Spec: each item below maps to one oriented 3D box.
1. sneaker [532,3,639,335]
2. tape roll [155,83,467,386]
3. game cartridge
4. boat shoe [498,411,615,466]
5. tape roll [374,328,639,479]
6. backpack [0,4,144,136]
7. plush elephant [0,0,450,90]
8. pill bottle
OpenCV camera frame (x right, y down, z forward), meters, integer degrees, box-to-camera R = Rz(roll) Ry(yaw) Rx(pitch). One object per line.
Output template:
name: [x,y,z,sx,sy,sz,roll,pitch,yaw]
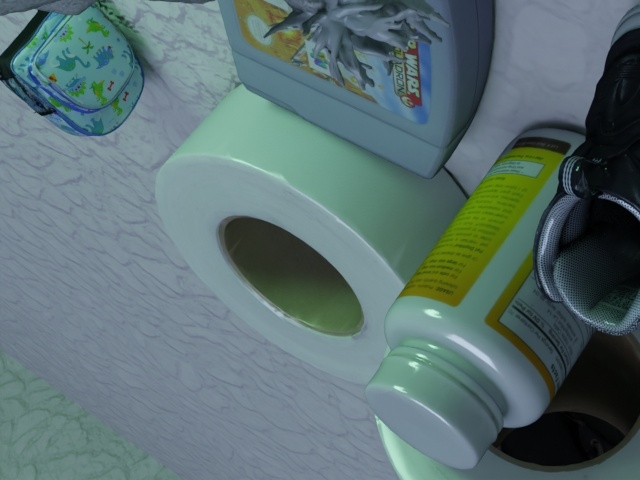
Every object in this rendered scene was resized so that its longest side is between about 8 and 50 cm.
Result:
sneaker: [0.202,0.008,0.656,0.101,0.153,0.268,14,148,46]
tape roll: [0.000,0.000,0.991,0.286,0.100,0.286,28,151,17]
game cartridge: [0.015,-0.161,0.746,0.198,0.062,0.297,32,157,25]
boat shoe: [0.242,0.223,1.080,0.130,0.132,0.355,3,149,39]
tape roll: [0.174,0.143,0.843,0.246,0.246,0.169,25,154,29]
backpack: [-0.216,-0.151,1.041,0.114,0.105,0.084,45,158,-30]
plush elephant: [-0.074,-0.224,0.492,0.330,0.272,0.255,30,152,8]
pill bottle: [0.121,0.038,0.753,0.117,0.215,0.117,32,157,15]
